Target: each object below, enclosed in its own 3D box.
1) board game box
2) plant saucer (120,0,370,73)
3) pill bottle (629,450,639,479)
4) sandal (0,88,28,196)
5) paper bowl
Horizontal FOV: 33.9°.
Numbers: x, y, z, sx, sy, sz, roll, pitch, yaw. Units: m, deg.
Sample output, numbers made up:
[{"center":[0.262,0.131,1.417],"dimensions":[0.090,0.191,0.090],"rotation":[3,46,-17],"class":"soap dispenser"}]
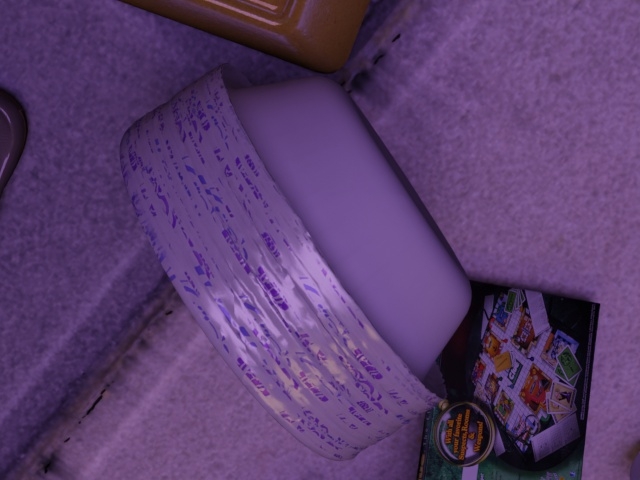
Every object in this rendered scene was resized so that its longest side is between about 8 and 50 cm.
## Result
[{"center":[0.152,0.168,0.874],"dimensions":[0.136,0.030,0.259],"rotation":[11,78,-7],"class":"board game box"},{"center":[-0.087,-0.293,0.712],"dimensions":[0.333,0.081,0.332],"rotation":[18,121,-7],"class":"plant saucer"},{"center":[0.365,0.269,0.924],"dimensions":[0.119,0.119,0.208],"rotation":[-32,106,7],"class":"pill bottle"},{"center":[-0.295,-0.018,0.842],"dimensions":[0.090,0.060,0.219],"rotation":[24,104,-9],"class":"sandal"},{"center":[0.000,0.000,0.743],"dimensions":[0.148,0.284,0.284],"rotation":[-33,105,7],"class":"paper bowl"}]
